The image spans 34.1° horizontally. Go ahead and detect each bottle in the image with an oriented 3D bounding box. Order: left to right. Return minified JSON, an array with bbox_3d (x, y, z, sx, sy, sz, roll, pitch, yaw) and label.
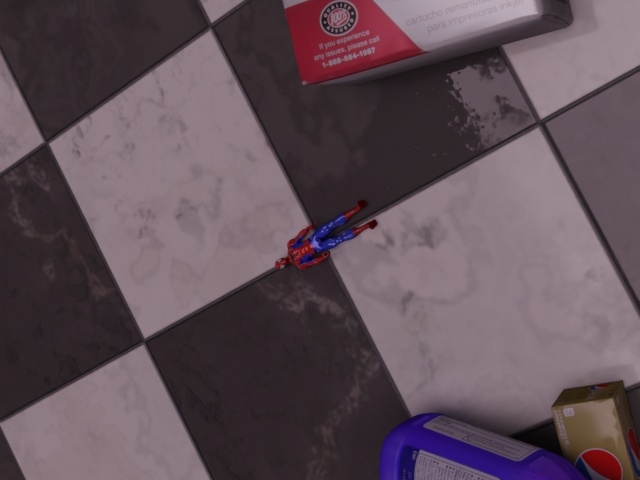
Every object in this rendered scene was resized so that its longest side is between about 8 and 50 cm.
[{"bbox_3d":[0.175,0.235,0.899,0.283,0.092,0.118,10,114,49],"label":"bottle"}]

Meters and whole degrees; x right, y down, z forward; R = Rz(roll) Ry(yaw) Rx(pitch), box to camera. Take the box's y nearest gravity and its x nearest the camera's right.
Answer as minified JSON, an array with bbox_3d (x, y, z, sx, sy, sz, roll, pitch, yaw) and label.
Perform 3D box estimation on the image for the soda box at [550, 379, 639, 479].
[{"bbox_3d":[0.260,0.222,0.930,0.058,0.061,0.181,-14,92,25],"label":"soda box"}]

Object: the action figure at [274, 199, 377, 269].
[{"bbox_3d":[0.000,0.000,1.036,0.115,0.030,0.038,-31,90,28],"label":"action figure"}]

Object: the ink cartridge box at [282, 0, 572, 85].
[{"bbox_3d":[0.068,-0.306,0.900,0.226,0.131,0.306,-13,94,26],"label":"ink cartridge box"}]
